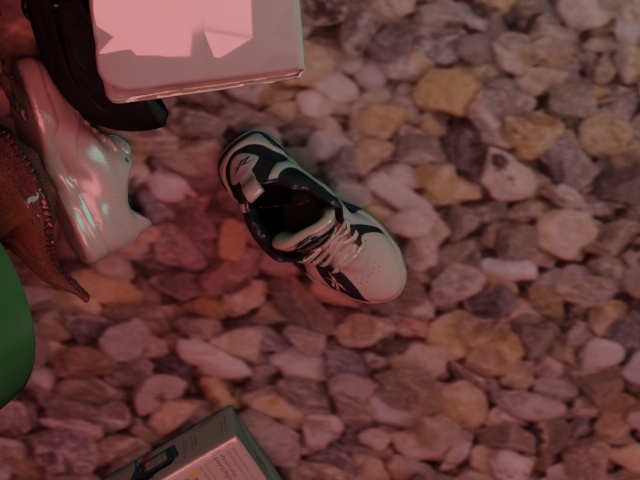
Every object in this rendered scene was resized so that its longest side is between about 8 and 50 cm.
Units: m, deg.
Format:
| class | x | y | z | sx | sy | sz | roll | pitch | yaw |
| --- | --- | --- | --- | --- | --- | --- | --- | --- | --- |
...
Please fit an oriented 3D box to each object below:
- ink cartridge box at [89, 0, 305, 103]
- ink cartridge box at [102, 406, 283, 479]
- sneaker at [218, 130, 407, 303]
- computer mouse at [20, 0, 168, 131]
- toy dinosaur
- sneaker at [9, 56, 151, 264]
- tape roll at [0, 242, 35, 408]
| class | x | y | z | sx | sy | sz | roll | pitch | yaw |
| --- | --- | --- | --- | --- | --- | --- | --- | --- | --- |
| ink cartridge box | -0.125 | -0.309 | 1.581 | 0.166 | 0.395 | 0.285 | -8 | 112 | -5 |
| ink cartridge box | -0.155 | 0.293 | 1.975 | 0.231 | 0.078 | 0.134 | -31 | 111 | 5 |
| sneaker | 0.000 | 0.000 | 1.845 | 0.094 | 0.153 | 0.235 | -38 | 110 | 9 |
| computer mouse | -0.238 | -0.196 | 1.742 | 0.072 | 0.188 | 0.272 | -34 | 123 | 2 |
| toy dinosaur | -0.304 | -0.068 | 1.754 | 0.200 | 0.127 | 0.295 | -41 | 87 | 30 |
| sneaker | -0.230 | -0.089 | 1.833 | 0.094 | 0.080 | 0.212 | -27 | 110 | -19 |
| tape roll | -0.407 | 0.041 | 1.737 | 0.077 | 0.321 | 0.321 | -42 | 119 | -39 |
